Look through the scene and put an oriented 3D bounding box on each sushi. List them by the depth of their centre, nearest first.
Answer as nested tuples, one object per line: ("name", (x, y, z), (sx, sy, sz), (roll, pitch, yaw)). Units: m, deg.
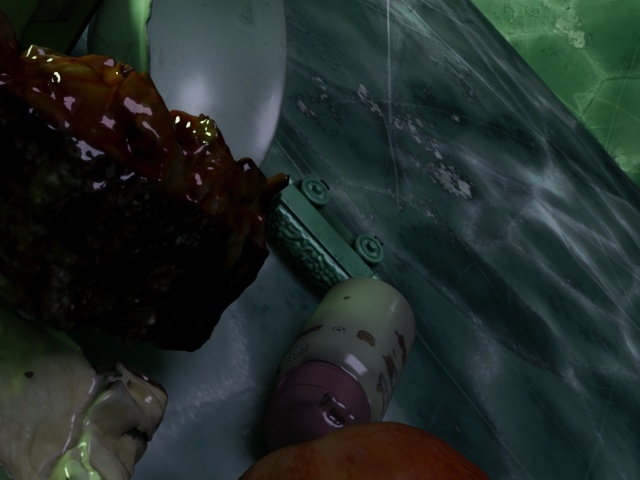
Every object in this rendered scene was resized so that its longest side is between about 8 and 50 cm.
("sushi", (-0.164, -0.034, 0.648), (0.196, 0.182, 0.343), (26, -6, 20))

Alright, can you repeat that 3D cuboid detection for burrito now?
("burrito", (-0.249, 0.087, 0.561), (0.348, 0.107, 0.175), (32, 17, -29))

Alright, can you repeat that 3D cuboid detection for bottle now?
("bottle", (0.017, 0.130, 0.848), (0.110, 0.110, 0.233), (44, 30, -5))

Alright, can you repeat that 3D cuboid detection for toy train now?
("toy train", (0.000, 0.000, 1.031), (0.172, 0.070, 0.099), (47, 39, 2))

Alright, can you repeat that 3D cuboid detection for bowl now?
("bowl", (-0.160, -0.209, 0.960), (0.146, 0.313, 0.313), (7, 20, 21))

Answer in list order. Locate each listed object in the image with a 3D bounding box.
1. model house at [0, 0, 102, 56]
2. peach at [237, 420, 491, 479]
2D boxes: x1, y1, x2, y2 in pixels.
("model house", (-0.345, -0.279, 0.784), (0.279, 0.218, 0.205), (-16, 65, -53))
("peach", (0.037, 0.262, 0.603), (0.232, 0.232, 0.256), (15, 43, -43))
